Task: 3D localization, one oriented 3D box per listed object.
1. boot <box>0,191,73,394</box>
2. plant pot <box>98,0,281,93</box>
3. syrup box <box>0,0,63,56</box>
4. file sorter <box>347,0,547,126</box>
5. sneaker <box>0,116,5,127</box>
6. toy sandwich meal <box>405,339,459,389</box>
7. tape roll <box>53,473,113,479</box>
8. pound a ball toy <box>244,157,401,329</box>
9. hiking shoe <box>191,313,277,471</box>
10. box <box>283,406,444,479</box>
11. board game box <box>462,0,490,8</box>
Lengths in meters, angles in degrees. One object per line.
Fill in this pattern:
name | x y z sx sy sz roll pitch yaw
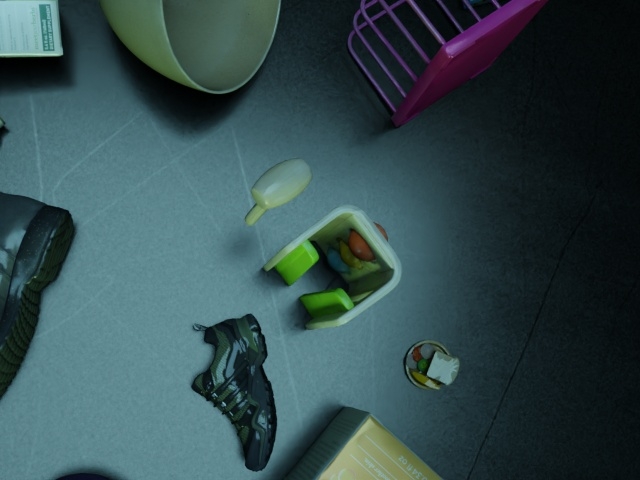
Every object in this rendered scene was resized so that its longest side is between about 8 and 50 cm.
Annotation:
boot | -0.509 0.071 1.150 0.222 0.118 0.338 19 72 0
plant pot | -0.211 -0.369 1.197 0.190 0.284 0.284 14 77 27
syrup box | -0.495 -0.307 1.173 0.236 0.096 0.093 -6 104 -20
file sorter | 0.174 -0.336 1.231 0.202 0.291 0.182 -35 86 -13
sneaker | -0.562 -0.181 1.183 0.192 0.064 0.086 27 74 -10
toy sandwich meal | 0.174 0.195 1.284 0.085 0.029 0.086 1 82 -10
tape roll | -0.334 0.421 1.133 0.188 0.080 0.189 1 82 -11
pound a ball toy | 0.000 0.000 1.132 0.135 0.319 0.208 -36 89 -13
hiking shoe | -0.128 0.226 1.209 0.114 0.086 0.227 -8 78 2
box | 0.019 0.436 1.151 0.215 0.168 0.345 42 77 -3
board game box | 0.320 -0.497 1.406 0.211 0.039 0.160 -17 85 -13
